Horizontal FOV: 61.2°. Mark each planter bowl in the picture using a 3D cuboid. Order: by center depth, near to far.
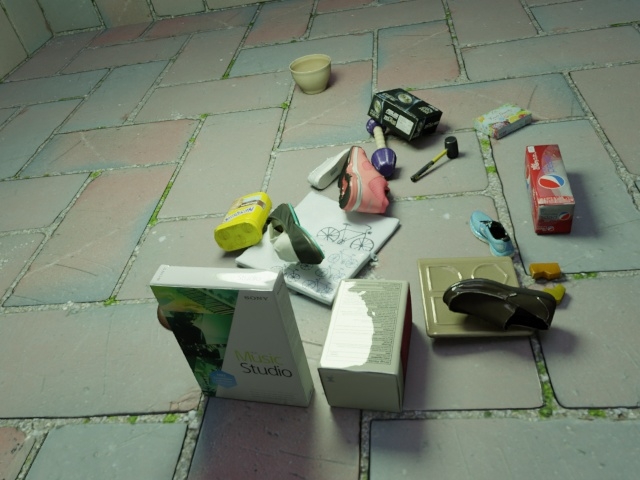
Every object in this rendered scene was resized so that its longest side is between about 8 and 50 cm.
[{"bbox_3d":[-0.032,-0.638,2.102,0.162,0.109,0.162,-7,39,6],"label":"planter bowl"}]

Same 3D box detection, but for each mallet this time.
[{"bbox_3d":[0.335,-0.225,1.583,0.189,0.062,0.039,-44,46,-12],"label":"mallet"}]

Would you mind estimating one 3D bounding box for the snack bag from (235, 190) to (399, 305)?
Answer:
[{"bbox_3d":[0.000,0.000,1.401,0.323,0.037,0.342,20,50,34],"label":"snack bag"}]

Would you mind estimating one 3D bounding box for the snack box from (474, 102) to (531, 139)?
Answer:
[{"bbox_3d":[0.567,-0.373,1.684,0.141,0.037,0.100,-27,40,-16],"label":"snack box"}]

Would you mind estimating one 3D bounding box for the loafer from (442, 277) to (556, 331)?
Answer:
[{"bbox_3d":[0.352,0.131,1.063,0.220,0.080,0.078,5,44,10],"label":"loafer"}]

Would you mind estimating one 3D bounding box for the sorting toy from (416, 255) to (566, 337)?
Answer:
[{"bbox_3d":[0.371,0.120,1.164,0.307,0.041,0.229,-2,43,3],"label":"sorting toy"}]

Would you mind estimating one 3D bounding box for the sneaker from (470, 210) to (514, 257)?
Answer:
[{"bbox_3d":[0.413,-0.028,1.292,0.063,0.073,0.162,-19,40,-7],"label":"sneaker"}]

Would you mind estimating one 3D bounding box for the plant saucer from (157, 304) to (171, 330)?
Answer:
[{"bbox_3d":[-0.309,0.137,1.324,0.198,0.036,0.199,-8,39,7],"label":"plant saucer"}]

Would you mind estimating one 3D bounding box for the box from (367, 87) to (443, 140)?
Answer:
[{"bbox_3d":[0.265,-0.400,1.705,0.180,0.078,0.147,39,41,27],"label":"box"}]

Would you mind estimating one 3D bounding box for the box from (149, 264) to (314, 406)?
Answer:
[{"bbox_3d":[-0.153,0.183,1.003,0.232,0.322,0.058,1,38,17],"label":"box"}]

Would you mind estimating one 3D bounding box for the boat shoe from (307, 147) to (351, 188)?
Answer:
[{"bbox_3d":[0.034,-0.223,1.640,0.063,0.066,0.184,26,63,36],"label":"boat shoe"}]

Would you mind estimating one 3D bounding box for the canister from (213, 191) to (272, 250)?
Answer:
[{"bbox_3d":[-0.205,-0.056,1.470,0.126,0.073,0.170,-16,29,19],"label":"canister"}]

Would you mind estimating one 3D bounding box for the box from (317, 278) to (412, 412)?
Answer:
[{"bbox_3d":[0.096,0.200,1.068,0.148,0.127,0.232,1,42,16],"label":"box"}]

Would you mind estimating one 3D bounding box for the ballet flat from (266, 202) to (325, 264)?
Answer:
[{"bbox_3d":[-0.072,-0.002,1.334,0.096,0.095,0.280,-30,30,-4],"label":"ballet flat"}]

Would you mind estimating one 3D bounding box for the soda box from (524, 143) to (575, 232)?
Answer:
[{"bbox_3d":[0.569,-0.134,1.359,0.083,0.092,0.263,0,41,14],"label":"soda box"}]

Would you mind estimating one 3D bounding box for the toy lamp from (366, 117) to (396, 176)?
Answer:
[{"bbox_3d":[0.184,-0.289,1.659,0.080,0.080,0.275,-10,38,4],"label":"toy lamp"}]

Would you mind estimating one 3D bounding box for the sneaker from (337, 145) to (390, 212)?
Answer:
[{"bbox_3d":[0.126,-0.159,1.522,0.136,0.116,0.314,17,33,-8],"label":"sneaker"}]
